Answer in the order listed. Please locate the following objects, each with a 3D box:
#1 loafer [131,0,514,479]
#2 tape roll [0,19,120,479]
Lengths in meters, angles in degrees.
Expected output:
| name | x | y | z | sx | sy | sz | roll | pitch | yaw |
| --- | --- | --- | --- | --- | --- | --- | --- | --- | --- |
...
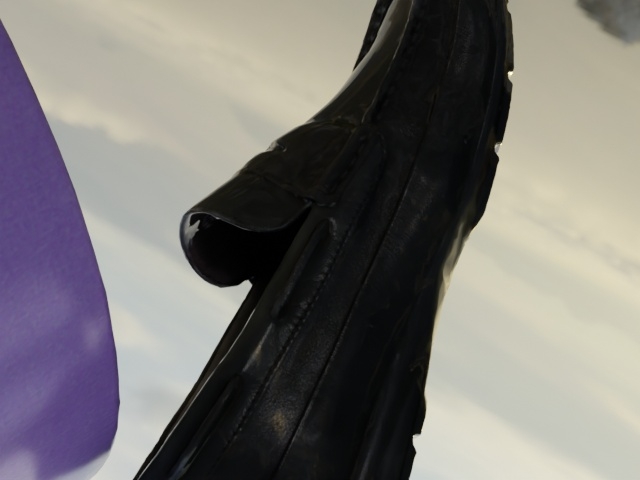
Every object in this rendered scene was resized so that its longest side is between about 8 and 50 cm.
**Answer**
| name | x | y | z | sx | sy | sz | roll | pitch | yaw |
| --- | --- | --- | --- | --- | --- | --- | --- | --- | --- |
| loafer | 0.000 | 0.000 | 0.470 | 0.078 | 0.223 | 0.076 | 22 | 154 | -8 |
| tape roll | -0.171 | -0.026 | 0.432 | 0.275 | 0.090 | 0.275 | 39 | 148 | 30 |
